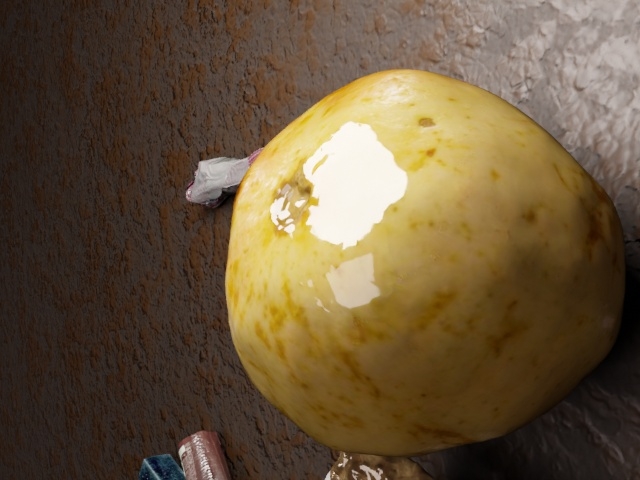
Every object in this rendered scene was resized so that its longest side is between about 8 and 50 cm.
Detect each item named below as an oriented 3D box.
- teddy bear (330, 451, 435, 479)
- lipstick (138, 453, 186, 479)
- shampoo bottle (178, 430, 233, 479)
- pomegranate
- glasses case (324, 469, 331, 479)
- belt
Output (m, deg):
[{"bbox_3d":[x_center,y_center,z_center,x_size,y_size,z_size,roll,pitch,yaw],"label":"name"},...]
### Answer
[{"bbox_3d":[0.121,0.333,0.650,0.296,0.246,0.222,11,66,44],"label":"teddy bear"},{"bbox_3d":[-0.174,0.429,1.129,0.312,0.051,0.051,34,112,43],"label":"lipstick"},{"bbox_3d":[-0.138,0.375,1.058,0.067,0.068,0.236,-28,53,2],"label":"shampoo bottle"},{"bbox_3d":[0.083,0.034,0.658,0.342,0.342,0.342,-2,87,50],"label":"pomegranate"},{"bbox_3d":[0.047,0.344,0.849,0.049,0.074,0.193,-23,72,47],"label":"glasses case"},{"bbox_3d":[-0.110,-0.092,1.069,0.232,0.053,0.071,-8,90,49],"label":"belt"}]
